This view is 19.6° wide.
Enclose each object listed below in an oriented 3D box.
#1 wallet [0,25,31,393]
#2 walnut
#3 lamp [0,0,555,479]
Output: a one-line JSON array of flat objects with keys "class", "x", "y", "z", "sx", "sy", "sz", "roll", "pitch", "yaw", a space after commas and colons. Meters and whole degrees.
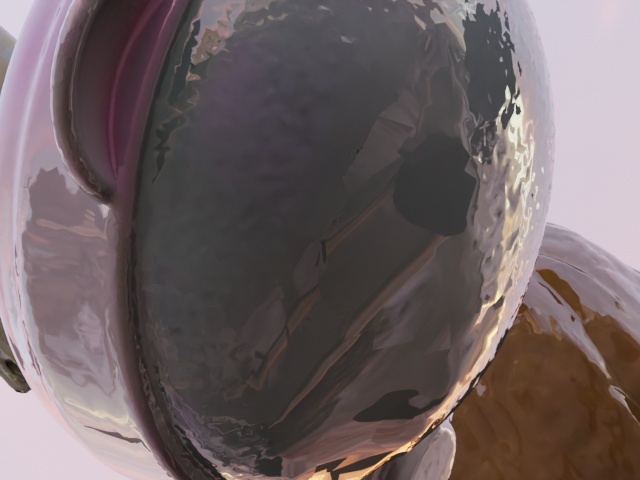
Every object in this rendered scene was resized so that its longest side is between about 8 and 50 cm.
[{"class": "wallet", "x": -0.273, "y": -0.048, "z": 1.536, "sx": 0.223, "sy": 0.309, "sz": 0.077, "roll": -45, "pitch": -12, "yaw": -8}, {"class": "walnut", "x": 0.125, "y": 0.137, "z": 1.096, "sx": 0.252, "sy": 0.313, "sz": 0.277, "roll": -33, "pitch": 6, "yaw": 8}, {"class": "lamp", "x": 0.002, "y": 0.002, "z": 0.500, "sx": 0.179, "sy": 0.108, "sz": 0.246, "roll": -48, "pitch": -36, "yaw": -35}]
